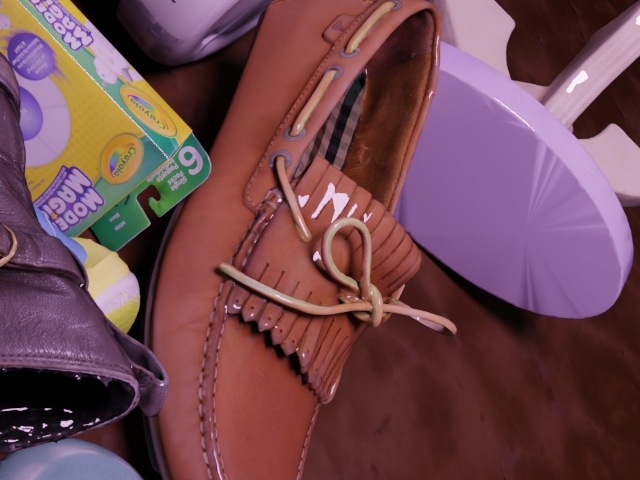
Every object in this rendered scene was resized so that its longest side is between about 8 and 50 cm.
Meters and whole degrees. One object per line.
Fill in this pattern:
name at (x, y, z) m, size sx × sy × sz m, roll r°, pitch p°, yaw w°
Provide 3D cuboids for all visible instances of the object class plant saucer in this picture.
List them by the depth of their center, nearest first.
plant saucer at (-0.117, 0.153, 0.587) m, size 0.119 × 0.021 × 0.119 m, roll 28°, pitch 45°, yaw -33°

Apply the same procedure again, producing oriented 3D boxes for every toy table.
toy table at (0.152, -0.086, 0.908) m, size 0.274 × 0.252 × 0.161 m, roll 51°, pitch 52°, yaw -17°

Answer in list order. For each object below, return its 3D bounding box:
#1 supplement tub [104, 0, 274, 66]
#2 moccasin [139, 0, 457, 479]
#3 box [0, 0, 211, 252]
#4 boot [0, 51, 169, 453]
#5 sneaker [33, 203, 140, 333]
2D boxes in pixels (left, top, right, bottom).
supplement tub at (-0.124, -0.303, 0.768) m, size 0.338 × 0.207 × 0.207 m, roll 53°, pitch 36°, yaw -4°
moccasin at (0.001, 0.002, 0.694) m, size 0.139 × 0.147 × 0.380 m, roll 58°, pitch 39°, yaw -41°
box at (-0.154, -0.072, 0.644) m, size 0.179 × 0.105 × 0.043 m, roll 45°, pitch 31°, yaw -14°
boot at (-0.207, -0.007, 0.452) m, size 0.263 × 0.091 × 0.229 m, roll 0°, pitch 42°, yaw -27°
sneaker at (-0.202, 0.041, 0.542) m, size 0.126 × 0.091 × 0.240 m, roll 43°, pitch 35°, yaw 14°
